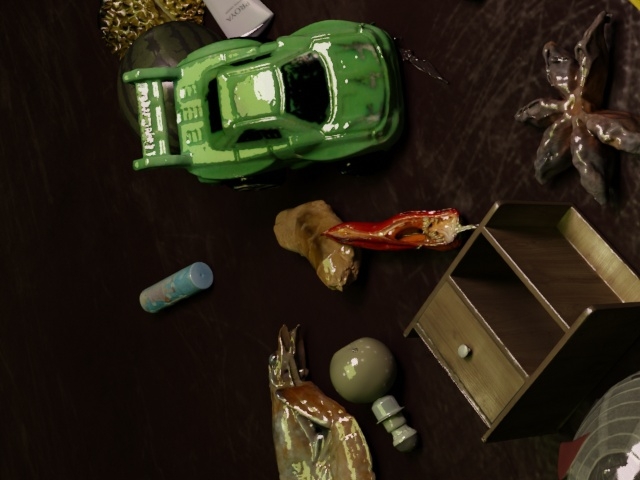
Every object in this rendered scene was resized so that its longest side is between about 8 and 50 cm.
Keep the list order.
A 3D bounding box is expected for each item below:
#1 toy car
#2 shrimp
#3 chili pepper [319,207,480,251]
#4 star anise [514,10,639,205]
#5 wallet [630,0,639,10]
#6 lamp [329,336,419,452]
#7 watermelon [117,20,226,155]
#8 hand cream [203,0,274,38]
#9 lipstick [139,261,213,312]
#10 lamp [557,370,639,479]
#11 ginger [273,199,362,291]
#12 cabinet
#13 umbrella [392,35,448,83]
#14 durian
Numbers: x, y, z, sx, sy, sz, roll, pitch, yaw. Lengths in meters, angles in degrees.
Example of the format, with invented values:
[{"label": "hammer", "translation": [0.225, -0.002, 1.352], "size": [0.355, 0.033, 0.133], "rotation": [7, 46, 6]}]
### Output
[{"label": "toy car", "translation": [-0.071, -0.186, 1.533], "size": [0.359, 0.176, 0.213], "rotation": [-7, 86, 25]}, {"label": "shrimp", "translation": [-0.002, 0.267, 1.586], "size": [0.168, 0.077, 0.317], "rotation": [-21, 78, 36]}, {"label": "chili pepper", "translation": [0.116, -0.008, 1.455], "size": [0.268, 0.050, 0.059], "rotation": [-4, 68, 37]}, {"label": "star anise", "translation": [0.289, -0.137, 1.270], "size": [0.172, 0.063, 0.208], "rotation": [-34, 64, 44]}, {"label": "wallet", "translation": [0.394, -0.349, 1.165], "size": [0.141, 0.067, 0.241], "rotation": [52, 130, 30]}, {"label": "lamp", "translation": [0.080, 0.209, 1.490], "size": [0.091, 0.091, 0.163], "rotation": [-42, 76, 39]}, {"label": "watermelon", "translation": [-0.209, -0.231, 1.724], "size": [0.212, 0.212, 0.212], "rotation": [-2, 88, 48]}, {"label": "hand cream", "translation": [-0.161, -0.401, 1.789], "size": [0.079, 0.048, 0.255], "rotation": [-43, 55, 8]}, {"label": "lipstick", "translation": [-0.243, 0.081, 1.869], "size": [0.158, 0.048, 0.048], "rotation": [-26, 70, 45]}, {"label": "lamp", "translation": [0.348, 0.234, 1.071], "size": [0.265, 0.233, 0.233], "rotation": [-47, 56, 31]}, {"label": "ginger", "translation": [-0.002, 0.001, 1.583], "size": [0.095, 0.069, 0.190], "rotation": [-48, 48, 7]}, {"label": "cabinet", "translation": [0.233, 0.091, 1.263], "size": [0.174, 0.148, 0.215], "rotation": [55, 128, 34]}, {"label": "umbrella", "translation": [0.130, -0.237, 1.488], "size": [0.022, 0.013, 0.122], "rotation": [-48, 51, 10]}, {"label": "durian", "translation": [-0.312, -0.393, 1.893], "size": [0.237, 0.138, 0.193], "rotation": [16, 101, 48]}]
